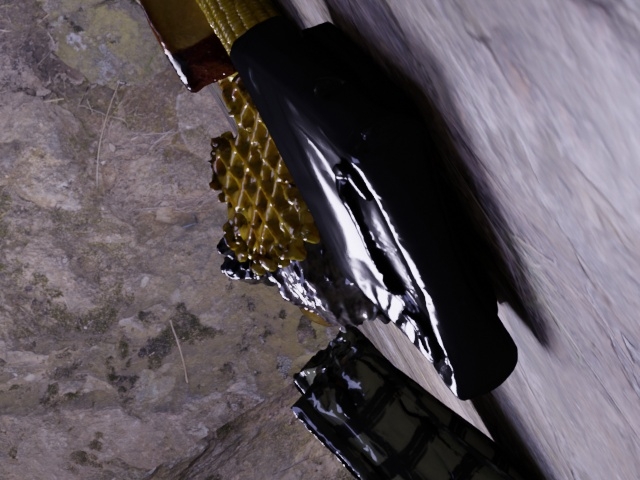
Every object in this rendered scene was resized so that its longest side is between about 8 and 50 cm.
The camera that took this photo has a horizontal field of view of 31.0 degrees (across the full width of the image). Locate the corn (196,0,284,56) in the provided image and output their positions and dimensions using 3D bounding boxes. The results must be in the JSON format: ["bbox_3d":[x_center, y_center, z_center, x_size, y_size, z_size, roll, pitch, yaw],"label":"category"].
[{"bbox_3d":[-0.071,-0.211,1.126,0.206,0.067,0.067,56,176,39],"label":"corn"}]

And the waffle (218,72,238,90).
[{"bbox_3d":[-0.191,-0.348,1.751,0.219,0.057,0.229,61,175,-33],"label":"waffle"}]

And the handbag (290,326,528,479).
[{"bbox_3d":[0.115,0.260,1.411,0.327,0.162,0.325,47,177,0],"label":"handbag"}]

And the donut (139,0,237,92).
[{"bbox_3d":[-0.137,-0.257,1.270,0.166,0.073,0.184,-88,-18,-50],"label":"donut"}]

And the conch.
[{"bbox_3d":[0.000,0.013,1.435,0.240,0.186,0.313,50,157,-5],"label":"conch"}]

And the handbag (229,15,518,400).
[{"bbox_3d":[0.047,-0.030,0.878,0.244,0.088,0.275,50,168,53],"label":"handbag"}]

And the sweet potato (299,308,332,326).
[{"bbox_3d":[-0.006,0.008,1.775,0.130,0.130,0.422,56,170,38],"label":"sweet potato"}]

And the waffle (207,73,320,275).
[{"bbox_3d":[-0.061,-0.080,1.276,0.229,0.051,0.231,-15,80,58],"label":"waffle"}]
